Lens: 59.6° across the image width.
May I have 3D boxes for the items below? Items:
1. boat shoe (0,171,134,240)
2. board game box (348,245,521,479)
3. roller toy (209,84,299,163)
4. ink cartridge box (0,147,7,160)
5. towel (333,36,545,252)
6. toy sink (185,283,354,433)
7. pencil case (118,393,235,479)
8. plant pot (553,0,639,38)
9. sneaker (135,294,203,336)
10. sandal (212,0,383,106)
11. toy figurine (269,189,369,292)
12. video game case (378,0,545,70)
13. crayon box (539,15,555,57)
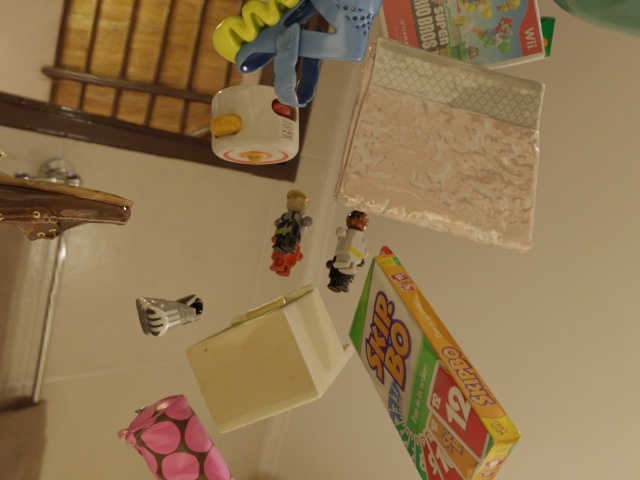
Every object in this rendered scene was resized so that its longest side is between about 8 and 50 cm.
[{"bbox_3d":[-0.324,-0.035,0.638,0.073,0.206,0.073,176,-77,-79],"label":"boat shoe"},{"bbox_3d":[0.093,0.128,0.567,0.259,0.039,0.124,-116,-148,-48],"label":"board game box"},{"bbox_3d":[-0.143,-0.244,1.225,0.209,0.191,0.146,145,-56,-81],"label":"roller toy"},{"bbox_3d":[-0.665,-0.228,0.924,0.234,0.193,0.088,39,-107,19],"label":"ink cartridge box"},{"bbox_3d":[0.211,-0.165,0.932,0.053,0.331,0.317,122,-19,-72],"label":"towel"},{"bbox_3d":[-0.061,0.155,0.813,0.152,0.234,0.131,-24,-92,16],"label":"toy sink"},{"bbox_3d":[-0.186,0.320,0.776,0.209,0.098,0.095,60,-26,-6],"label":"pencil case"},{"bbox_3d":[0.490,-0.454,0.845,0.235,0.293,0.293,13,-84,18],"label":"plant pot"},{"bbox_3d":[-0.338,0.164,1.275,0.228,0.132,0.086,5,-73,61],"label":"sneaker"},{"bbox_3d":[0.020,-0.276,0.683,0.317,0.126,0.138,-29,-88,31],"label":"sandal"},{"bbox_3d":[0.000,0.000,1.198,0.212,0.209,0.148,16,-114,2],"label":"toy figurine"},{"bbox_3d":[0.256,-0.409,1.038,0.285,0.025,0.204,-12,-84,4],"label":"video game case"},{"bbox_3d":[0.385,-0.445,1.244,0.165,0.278,0.081,3,-74,0],"label":"crayon box"}]
